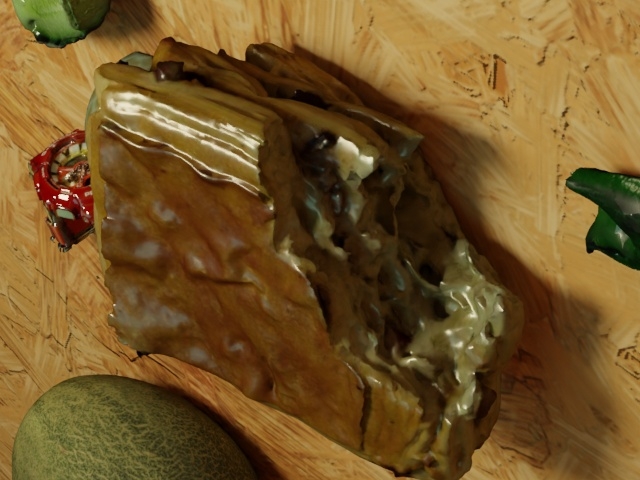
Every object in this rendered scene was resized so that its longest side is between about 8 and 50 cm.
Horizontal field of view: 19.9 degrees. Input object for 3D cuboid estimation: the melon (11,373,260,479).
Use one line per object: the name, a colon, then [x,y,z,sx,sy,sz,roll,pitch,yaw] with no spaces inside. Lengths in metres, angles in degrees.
melon: [-0.198,0.286,1.978,0.329,0.248,0.249,40,147,25]

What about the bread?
bread: [0.000,0.000,1.482,0.370,0.191,0.314,23,135,20]

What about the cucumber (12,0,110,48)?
cucumber: [-0.230,-0.238,1.634,0.115,0.085,0.193,59,155,-10]

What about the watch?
watch: [-0.222,0.002,1.875,0.165,0.102,0.268,45,158,24]

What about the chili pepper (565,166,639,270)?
chili pepper: [0.253,-0.010,1.255,0.224,0.061,0.098,-4,126,52]

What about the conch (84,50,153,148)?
conch: [-0.163,-0.089,1.682,0.116,0.106,0.173,-30,83,40]
